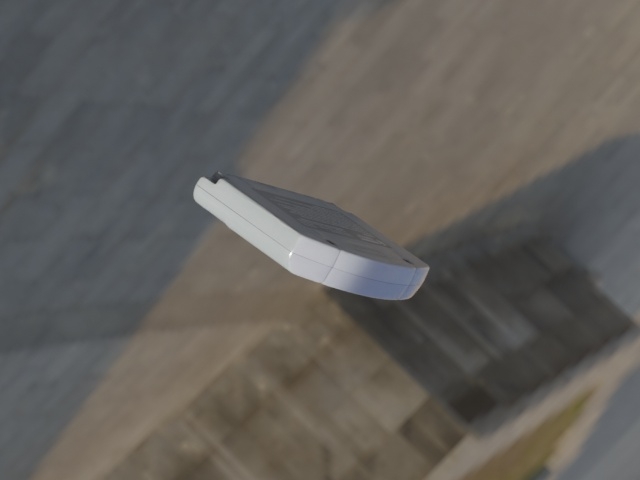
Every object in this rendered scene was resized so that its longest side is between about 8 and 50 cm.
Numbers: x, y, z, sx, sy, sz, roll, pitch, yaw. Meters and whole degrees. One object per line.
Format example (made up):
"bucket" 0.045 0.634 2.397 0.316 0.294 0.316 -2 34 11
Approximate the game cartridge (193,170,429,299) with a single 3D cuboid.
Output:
"game cartridge" 0.000 0.000 0.677 0.083 0.056 0.017 14 104 -55
